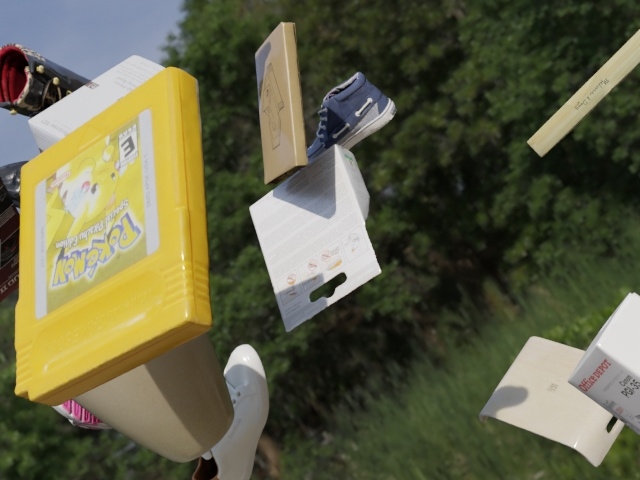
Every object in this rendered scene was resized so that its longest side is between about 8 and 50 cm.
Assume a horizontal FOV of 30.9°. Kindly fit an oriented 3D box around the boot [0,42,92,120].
[{"bbox_3d":[-0.460,-0.232,2.220,0.284,0.377,0.138,24,-69,-43],"label":"boot"}]

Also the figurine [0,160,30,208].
[{"bbox_3d":[-0.588,-0.043,2.098,0.210,0.214,0.092,-1,42,16],"label":"figurine"}]

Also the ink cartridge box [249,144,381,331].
[{"bbox_3d":[0.000,0.000,1.679,0.181,0.224,0.056,-34,-31,26],"label":"ink cartridge box"}]

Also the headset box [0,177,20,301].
[{"bbox_3d":[-0.511,-0.051,1.584,0.110,0.218,0.293,-44,-24,-20],"label":"headset box"}]

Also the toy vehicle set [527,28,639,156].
[{"bbox_3d":[0.454,-0.253,1.860,0.267,0.035,0.166,-47,-6,33],"label":"toy vehicle set"}]

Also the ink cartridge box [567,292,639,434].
[{"bbox_3d":[0.549,0.235,1.809,0.117,0.283,0.207,-49,-14,-20],"label":"ink cartridge box"}]

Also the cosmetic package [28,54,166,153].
[{"bbox_3d":[-0.356,-0.211,1.938,0.231,0.117,0.085,-38,-45,-29],"label":"cosmetic package"}]

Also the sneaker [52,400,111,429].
[{"bbox_3d":[-0.421,0.288,2.064,0.111,0.102,0.252,-5,-25,26],"label":"sneaker"}]

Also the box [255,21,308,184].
[{"bbox_3d":[-0.058,-0.189,1.643,0.021,0.201,0.164,-4,-6,-18],"label":"box"}]

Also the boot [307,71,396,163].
[{"bbox_3d":[0.020,-0.181,1.782,0.190,0.086,0.069,-35,25,25],"label":"boot"}]

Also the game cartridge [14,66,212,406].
[{"bbox_3d":[-0.242,0.000,1.304,0.285,0.323,0.053,-28,-37,31],"label":"game cartridge"}]

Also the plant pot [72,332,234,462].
[{"bbox_3d":[-0.259,0.202,1.771,0.257,0.274,0.256,-29,23,14],"label":"plant pot"}]

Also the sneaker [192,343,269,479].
[{"bbox_3d":[-0.174,0.331,2.108,0.123,0.106,0.290,-5,-67,-35],"label":"sneaker"}]

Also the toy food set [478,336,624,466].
[{"bbox_3d":[0.508,0.340,2.460,0.306,0.092,0.219,14,59,47],"label":"toy food set"}]
